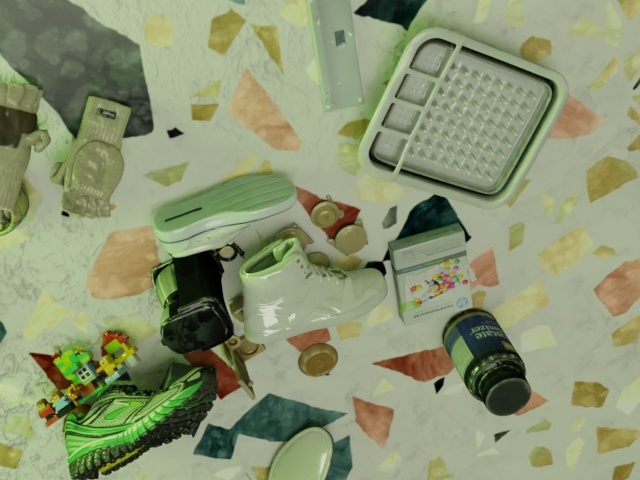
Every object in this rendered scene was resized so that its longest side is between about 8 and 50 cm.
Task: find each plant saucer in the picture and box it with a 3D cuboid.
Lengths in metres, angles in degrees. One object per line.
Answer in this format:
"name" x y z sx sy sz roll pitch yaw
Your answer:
"plant saucer" -0.003 0.244 2.010 0.083 0.015 0.083 -7 122 -11

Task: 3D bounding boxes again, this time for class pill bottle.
"pill bottle" 0.331 0.243 1.980 0.123 0.219 0.123 -7 121 -12

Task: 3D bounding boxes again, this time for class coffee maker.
"coffee maker" -0.211 0.094 1.763 0.171 0.178 0.120 -45 122 13

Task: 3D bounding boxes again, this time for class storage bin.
"storage bin" -0.265 0.305 1.932 0.091 0.098 0.135 18 114 -13

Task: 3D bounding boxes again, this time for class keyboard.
"keyboard" 0.023 -0.336 1.673 0.072 0.014 0.256 -17 124 -11

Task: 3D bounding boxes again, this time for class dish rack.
"dish rack" 0.245 -0.217 1.769 0.333 0.072 0.285 15 114 -23

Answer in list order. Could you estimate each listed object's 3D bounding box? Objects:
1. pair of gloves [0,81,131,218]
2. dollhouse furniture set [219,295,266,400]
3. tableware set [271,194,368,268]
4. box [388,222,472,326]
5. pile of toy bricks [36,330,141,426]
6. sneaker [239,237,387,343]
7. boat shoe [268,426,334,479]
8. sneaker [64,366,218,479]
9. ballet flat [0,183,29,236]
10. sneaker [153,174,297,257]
"pair of gloves" -0.435 -0.142 1.604 0.240 0.042 0.204 7 91 -26
"dollhouse furniture set" -0.110 0.181 1.876 0.151 0.123 0.144 -31 124 4
"tableware set" 0.000 0.000 1.862 0.169 0.020 0.141 -37 123 6
"box" 0.216 0.068 1.953 0.145 0.038 0.186 -15 124 -6
"pile of toy bricks" -0.449 0.243 1.843 0.212 0.118 0.105 -35 91 17
"sneaker" -0.008 0.067 1.817 0.292 0.108 0.169 -18 121 -23
"boat shoe" -0.047 0.525 2.138 0.099 0.116 0.319 -12 128 -62
"sneaker" -0.344 0.316 1.851 0.343 0.146 0.134 -28 159 15
"ballet flat" -0.643 -0.059 1.588 0.348 0.123 0.123 2 119 -17
"sneaker" -0.163 -0.042 1.761 0.258 0.094 0.091 -15 141 -1
